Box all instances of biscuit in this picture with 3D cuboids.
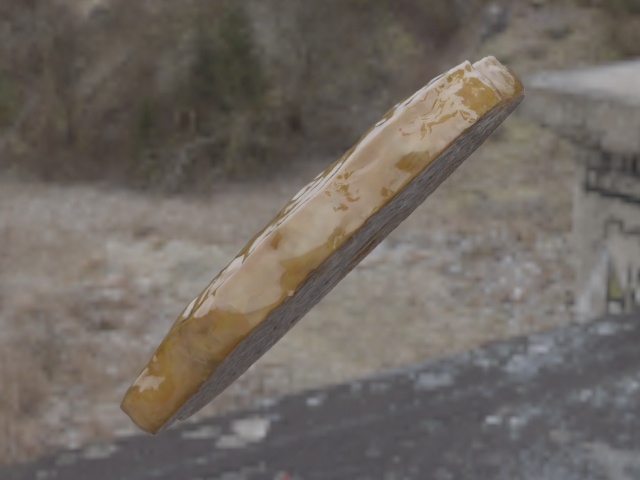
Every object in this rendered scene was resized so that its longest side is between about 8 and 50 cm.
[{"bbox_3d":[-0.002,-0.002,1.289,0.062,0.385,0.365,46,12,3],"label":"biscuit"}]
